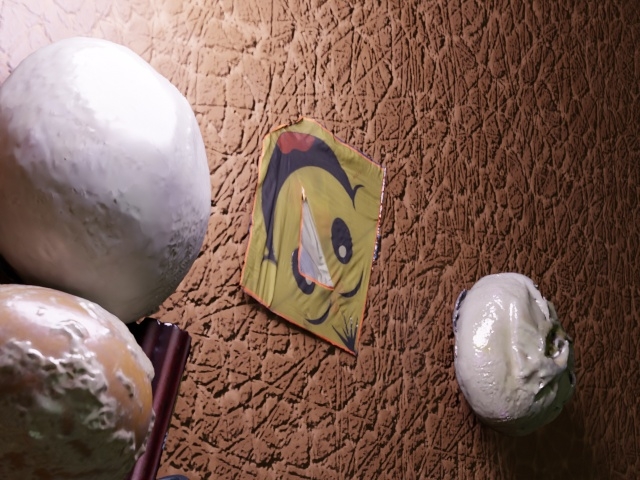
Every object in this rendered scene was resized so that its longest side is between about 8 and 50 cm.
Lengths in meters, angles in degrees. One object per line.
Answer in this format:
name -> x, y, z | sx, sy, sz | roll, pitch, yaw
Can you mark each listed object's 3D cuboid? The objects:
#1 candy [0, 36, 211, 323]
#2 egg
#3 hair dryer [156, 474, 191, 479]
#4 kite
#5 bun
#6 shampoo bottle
candy -> -0.214, -0.061, 1.535 | 0.295, 0.185, 0.296 | 9, 77, -47
egg -> -0.269, 0.140, 1.413 | 0.245, 0.203, 0.203 | 35, 56, -28
hair dryer -> -0.171, 0.343, 1.569 | 0.219, 0.071, 0.124 | -56, 129, -68
kite -> 0.002, 0.000, 1.954 | 0.377, 0.013, 0.328 | -35, 113, -52
bun -> 0.291, 0.168, 2.206 | 0.239, 0.141, 0.239 | 20, 65, -52
shampoo bottle -> -0.209, 0.245, 1.538 | 0.084, 0.129, 0.323 | 22, 62, -18
